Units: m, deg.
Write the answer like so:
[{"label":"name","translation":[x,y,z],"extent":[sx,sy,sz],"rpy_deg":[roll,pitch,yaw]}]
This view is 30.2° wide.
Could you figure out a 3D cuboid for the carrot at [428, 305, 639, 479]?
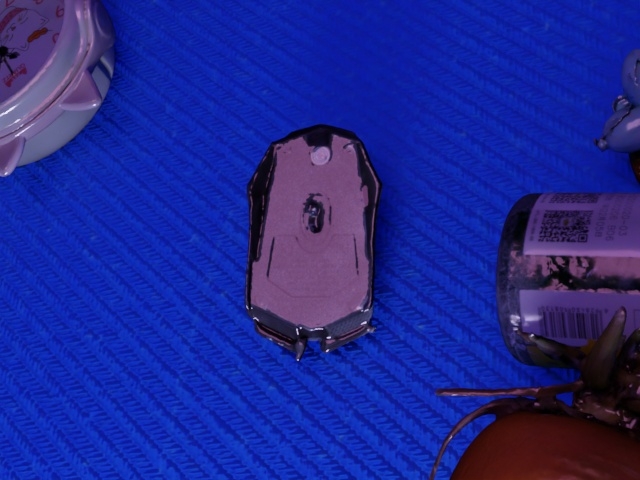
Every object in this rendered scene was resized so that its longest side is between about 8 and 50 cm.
[{"label":"carrot","translation":[0.166,0.219,0.819],"extent":[0.214,0.193,0.331],"rpy_deg":[14,74,53]}]

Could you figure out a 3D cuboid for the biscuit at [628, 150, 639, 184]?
[{"label":"biscuit","translation":[0.354,-0.093,1.005],"extent":[0.188,0.027,0.188],"rpy_deg":[-11,60,21]}]

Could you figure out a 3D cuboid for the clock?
[{"label":"clock","translation":[-0.357,-0.203,1.351],"extent":[0.265,0.108,0.324],"rpy_deg":[-36,55,1]}]

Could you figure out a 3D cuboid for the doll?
[{"label":"doll","translation":[0.311,-0.102,0.977],"extent":[0.159,0.059,0.158],"rpy_deg":[-35,56,6]}]

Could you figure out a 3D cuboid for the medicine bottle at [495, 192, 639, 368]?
[{"label":"medicine bottle","translation":[0.290,0.033,0.894],"extent":[0.293,0.141,0.141],"rpy_deg":[0,64,26]}]

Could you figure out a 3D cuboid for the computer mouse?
[{"label":"computer mouse","translation":[-0.002,0.001,1.097],"extent":[0.126,0.071,0.231],"rpy_deg":[-2,72,8]}]
